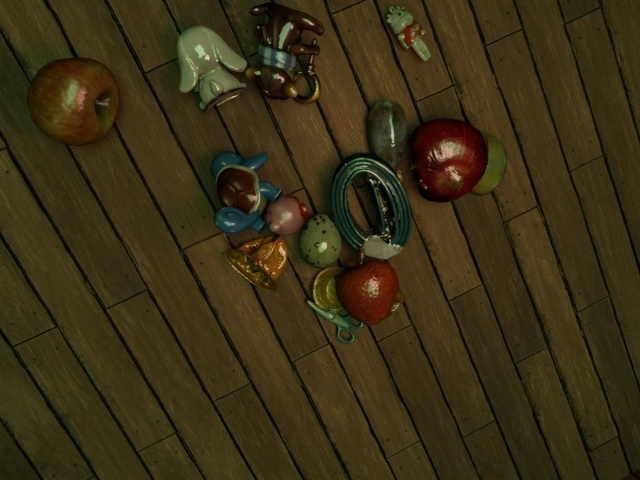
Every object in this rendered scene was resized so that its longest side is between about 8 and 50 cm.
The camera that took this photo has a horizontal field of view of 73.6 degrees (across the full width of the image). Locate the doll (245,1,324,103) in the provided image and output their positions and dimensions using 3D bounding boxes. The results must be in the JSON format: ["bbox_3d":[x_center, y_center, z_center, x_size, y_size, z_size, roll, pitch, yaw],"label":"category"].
[{"bbox_3d":[-0.133,-0.699,1.612,0.318,0.209,0.339,13,98,-4],"label":"doll"}]

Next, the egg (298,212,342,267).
[{"bbox_3d":[0.000,0.000,1.751,0.177,0.177,0.227,4,83,-10],"label":"egg"}]

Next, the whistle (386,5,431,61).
[{"bbox_3d":[0.358,-0.833,1.722,0.102,0.105,0.253,-37,102,15],"label":"whistle"}]

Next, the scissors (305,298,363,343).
[{"bbox_3d":[0.054,0.337,1.874,0.289,0.041,0.138,35,83,-13],"label":"scissors"}]

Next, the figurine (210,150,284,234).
[{"bbox_3d":[-0.286,-0.163,1.601,0.243,0.416,0.297,5,134,-22],"label":"figurine"}]

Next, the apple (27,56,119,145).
[{"bbox_3d":[-0.867,-0.492,1.493,0.250,0.277,0.309,19,80,5],"label":"apple"}]

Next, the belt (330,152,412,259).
[{"bbox_3d":[0.202,-0.136,1.736,0.301,0.173,0.436,-19,105,12],"label":"belt"}]

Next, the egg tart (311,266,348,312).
[{"bbox_3d":[0.067,0.211,1.823,0.213,0.090,0.212,0,91,-18],"label":"egg tart"}]

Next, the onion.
[{"bbox_3d":[0.507,-0.322,1.713,0.342,0.341,0.340,-1,99,-9],"label":"onion"}]

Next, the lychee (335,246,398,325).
[{"bbox_3d":[0.181,0.179,1.687,0.255,0.255,0.299,-25,88,-5],"label":"lychee"}]

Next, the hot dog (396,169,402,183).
[{"bbox_3d":[0.326,-0.241,1.809,0.041,0.056,0.133,0,137,9],"label":"hot dog"}]

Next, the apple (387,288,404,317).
[{"bbox_3d":[0.279,0.261,1.845,0.163,0.147,0.146,28,94,-13],"label":"apple"}]

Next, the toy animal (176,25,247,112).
[{"bbox_3d":[-0.422,-0.631,1.589,0.289,0.174,0.249,41,90,-13],"label":"toy animal"}]

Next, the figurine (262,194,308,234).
[{"bbox_3d":[-0.147,-0.100,1.715,0.174,0.173,0.173,-1,99,-9],"label":"figurine"}]

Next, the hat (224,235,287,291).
[{"bbox_3d":[-0.220,0.042,1.753,0.233,0.244,0.233,-51,137,-30],"label":"hat"}]

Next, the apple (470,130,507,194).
[{"bbox_3d":[0.740,-0.320,1.852,0.194,0.120,0.264,12,99,-22],"label":"apple"}]

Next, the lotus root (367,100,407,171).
[{"bbox_3d":[0.278,-0.406,1.752,0.158,0.140,0.321,-8,102,-8],"label":"lotus root"}]
